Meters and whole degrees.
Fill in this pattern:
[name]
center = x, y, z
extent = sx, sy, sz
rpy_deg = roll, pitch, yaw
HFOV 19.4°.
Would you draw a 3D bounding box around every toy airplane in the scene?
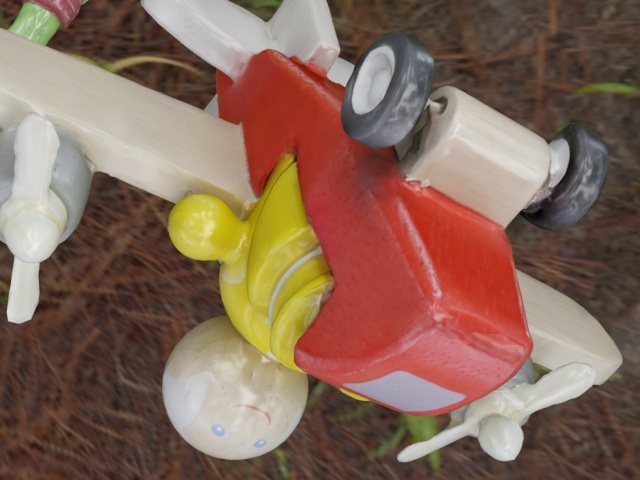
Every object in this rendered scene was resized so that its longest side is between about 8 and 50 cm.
[toy airplane]
center = -0.021, -0.006, 1.107
extent = 0.386, 0.384, 0.272
rpy_deg = 29, 97, 17

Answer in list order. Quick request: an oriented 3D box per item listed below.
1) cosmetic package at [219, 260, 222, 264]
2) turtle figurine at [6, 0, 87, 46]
[cosmetic package]
center = 0.000, 0.000, 1.653
extent = 0.107, 0.127, 0.238
rpy_deg = -40, 145, 14
[turtle figurine]
center = -0.265, -0.160, 1.342
extent = 0.274, 0.198, 0.266
rpy_deg = 43, 58, -34
